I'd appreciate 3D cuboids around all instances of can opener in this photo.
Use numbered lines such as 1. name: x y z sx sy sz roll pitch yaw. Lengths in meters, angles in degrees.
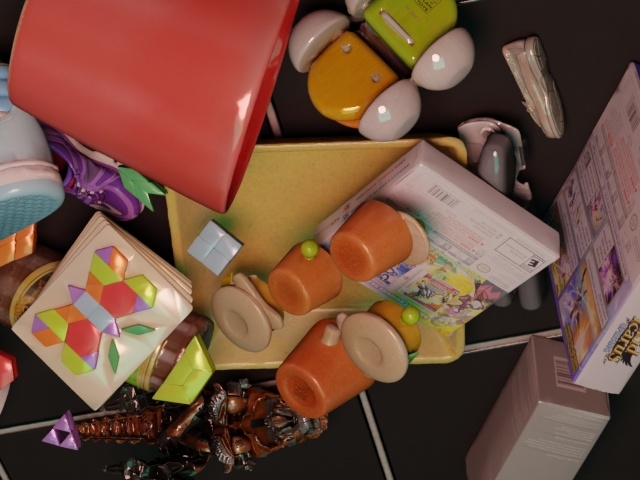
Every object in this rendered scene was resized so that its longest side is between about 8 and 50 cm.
1. can opener: 0.203 -0.023 1.910 0.074 0.093 0.280 8 138 25

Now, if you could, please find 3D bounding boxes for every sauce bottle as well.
1. sauce bottle: -0.298 0.073 1.931 0.344 0.111 0.111 21 128 7

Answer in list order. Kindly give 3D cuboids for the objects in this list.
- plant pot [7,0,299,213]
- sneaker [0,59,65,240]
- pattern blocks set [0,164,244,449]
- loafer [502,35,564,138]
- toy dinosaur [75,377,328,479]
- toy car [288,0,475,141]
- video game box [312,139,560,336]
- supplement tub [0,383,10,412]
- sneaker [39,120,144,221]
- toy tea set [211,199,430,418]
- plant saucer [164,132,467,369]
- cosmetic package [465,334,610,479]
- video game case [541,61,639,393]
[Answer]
1. plant pot: -0.166 -0.190 1.677 0.243 0.275 0.275 18 128 -1
2. sneaker: -0.407 -0.095 1.823 0.319 0.208 0.127 -20 165 36
3. pattern blocks set: -0.244 0.080 1.853 0.285 0.026 0.325 29 101 5
4. loafer: 0.233 -0.166 1.827 0.039 0.045 0.125 -5 124 26
5. toy dinosaur: -0.160 0.240 2.079 0.322 0.218 0.164 -28 80 21
6. toy car: 0.070 -0.192 1.747 0.182 0.159 0.136 -44 164 4
7. video game box: 0.126 0.003 1.842 0.205 0.048 0.187 33 128 -24
8. supplement tub: -0.493 0.173 2.034 0.200 0.144 0.144 27 124 -21
9. sneaker: -0.273 -0.067 1.885 0.170 0.071 0.068 36 121 -26
10. toy tea set: 0.032 0.067 1.834 0.200 0.124 0.336 54 141 -3
11. plant saucer: 0.000 0.000 1.934 0.333 0.081 0.333 -1 129 2
12. cosmetic package: 0.268 0.249 2.107 0.107 0.127 0.238 12 130 -9
13. video game case: 0.327 -0.015 1.798 0.061 0.269 0.244 15 128 -15
